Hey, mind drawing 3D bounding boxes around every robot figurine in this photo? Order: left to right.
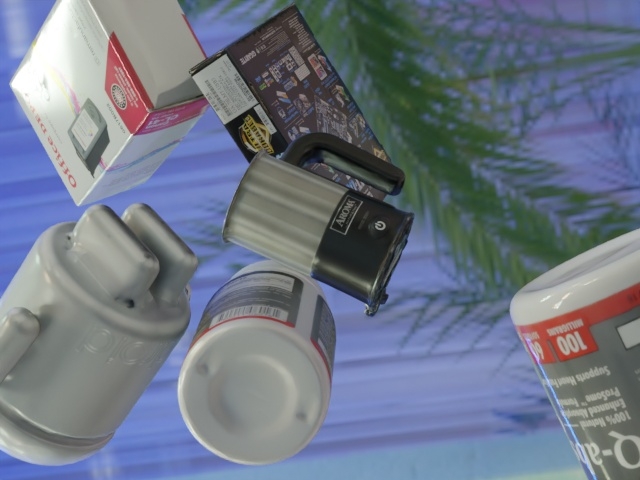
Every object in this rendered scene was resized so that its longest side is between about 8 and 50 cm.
[{"bbox_3d":[-0.288,0.120,1.640,0.200,0.353,0.300,47,-155,25],"label":"robot figurine"}]

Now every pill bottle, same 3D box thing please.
[{"bbox_3d":[-0.064,0.125,1.578,0.283,0.161,0.161,-79,-20,-75],"label":"pill bottle"},{"bbox_3d":[0.348,0.177,1.356,0.363,0.210,0.210,64,-171,-1],"label":"pill bottle"}]

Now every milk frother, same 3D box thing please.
[{"bbox_3d":[0.000,0.000,1.155,0.129,0.134,0.143,-56,-12,-48],"label":"milk frother"}]

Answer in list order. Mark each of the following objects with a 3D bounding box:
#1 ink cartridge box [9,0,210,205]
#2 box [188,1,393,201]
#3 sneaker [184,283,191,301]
[{"bbox_3d":[-0.287,-0.215,1.931,0.226,0.131,0.306,60,143,8],"label":"ink cartridge box"},{"bbox_3d":[-0.023,-0.151,1.875,0.293,0.073,0.295,58,-156,-10],"label":"box"},{"bbox_3d":[-0.232,0.099,1.995,0.217,0.079,0.121,102,178,-66],"label":"sneaker"}]
